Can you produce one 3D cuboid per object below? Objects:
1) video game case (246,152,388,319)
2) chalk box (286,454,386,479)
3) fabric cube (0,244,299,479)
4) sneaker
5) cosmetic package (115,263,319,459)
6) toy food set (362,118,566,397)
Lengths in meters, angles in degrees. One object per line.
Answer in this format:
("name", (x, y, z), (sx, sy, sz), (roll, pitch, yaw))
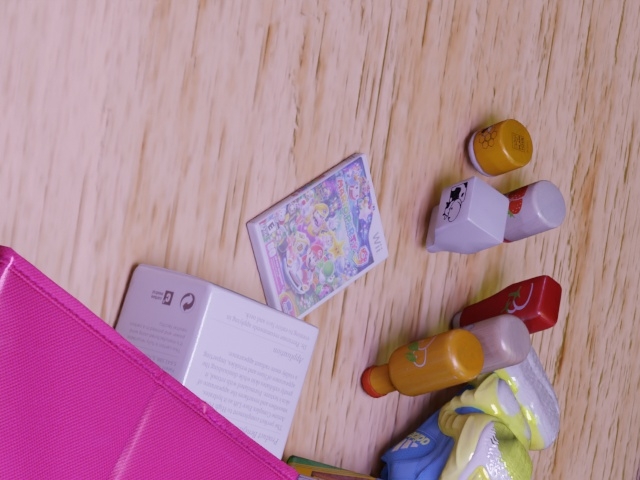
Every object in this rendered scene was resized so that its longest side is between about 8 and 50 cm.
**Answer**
("video game case", (0.000, 0.000, 1.340), (0.122, 0.011, 0.087), (-34, 121, -38))
("chalk box", (0.060, 0.247, 1.272), (0.132, 0.213, 0.132), (-65, 169, -84))
("fabric cube", (-0.217, 0.160, 0.960), (0.259, 0.254, 0.258), (43, 64, -42))
("sneaker", (0.109, 0.150, 1.444), (0.091, 0.126, 0.240), (65, 20, -5))
("cosmetic package", (-0.094, 0.145, 1.215), (0.117, 0.085, 0.231), (26, 80, -46))
("toy food set", (0.114, 0.026, 1.431), (0.111, 0.104, 0.232), (32, 55, -32))
